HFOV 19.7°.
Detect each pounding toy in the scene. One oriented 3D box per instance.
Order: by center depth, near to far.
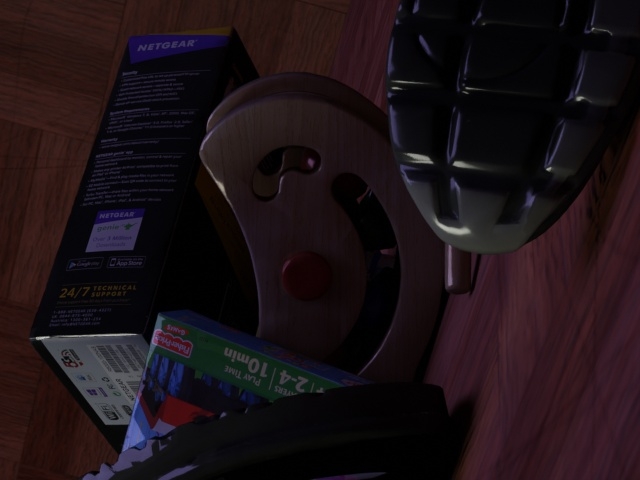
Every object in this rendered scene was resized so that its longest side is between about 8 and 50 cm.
[{"bbox_3d":[0.000,0.000,1.018,0.155,0.154,0.269,-89,14,-74],"label":"pounding toy"}]

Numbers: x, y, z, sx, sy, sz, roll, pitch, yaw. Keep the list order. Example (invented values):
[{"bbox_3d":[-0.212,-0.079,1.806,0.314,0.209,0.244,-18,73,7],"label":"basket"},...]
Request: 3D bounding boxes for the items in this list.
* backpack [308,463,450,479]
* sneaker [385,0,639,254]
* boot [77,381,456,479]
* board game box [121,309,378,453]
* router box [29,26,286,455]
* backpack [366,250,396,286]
[{"bbox_3d":[-0.021,0.140,0.554,0.115,0.182,0.152,-27,87,53],"label":"backpack"},{"bbox_3d":[0.097,-0.117,0.741,0.106,0.101,0.267,48,-127,-68],"label":"sneaker"},{"bbox_3d":[-0.053,0.237,0.894,0.131,0.348,0.260,14,-129,-66],"label":"boot"},{"bbox_3d":[-0.042,0.163,1.000,0.039,0.160,0.211,-3,-70,-63],"label":"board game box"},{"bbox_3d":[-0.064,0.050,1.228,0.309,0.081,0.243,62,-148,-46],"label":"router box"},{"bbox_3d":[0.012,0.041,1.178,0.114,0.084,0.105,-77,-1,-56],"label":"backpack"}]
